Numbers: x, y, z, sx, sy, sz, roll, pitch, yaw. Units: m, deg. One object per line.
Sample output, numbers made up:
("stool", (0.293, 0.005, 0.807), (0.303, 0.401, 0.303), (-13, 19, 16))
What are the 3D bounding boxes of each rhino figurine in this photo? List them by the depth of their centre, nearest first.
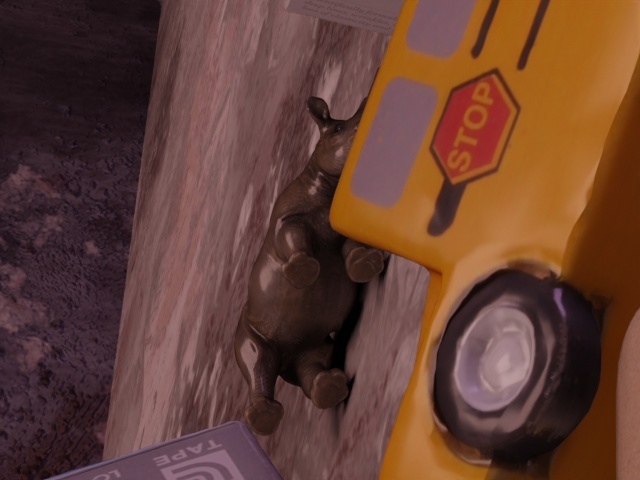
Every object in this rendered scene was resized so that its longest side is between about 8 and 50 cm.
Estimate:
("rhino figurine", (0.000, 0.000, 1.268), (0.106, 0.073, 0.243), (-112, 36, -66))

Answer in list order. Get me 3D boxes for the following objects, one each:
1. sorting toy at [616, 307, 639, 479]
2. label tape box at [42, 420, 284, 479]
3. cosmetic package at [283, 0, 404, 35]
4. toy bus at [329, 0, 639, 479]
("sorting toy", (0.138, 0.050, 0.280), (0.208, 0.038, 0.193), (-22, 33, 24))
("label tape box", (0.000, 0.243, 0.533), (0.348, 0.115, 0.249), (-129, 27, -61))
("cosmetic package", (0.052, -0.233, 1.130), (0.085, 0.117, 0.231), (122, 158, -63))
("toy bus", (0.100, -0.071, 0.564), (0.130, 0.108, 0.333), (22, 92, 53))
